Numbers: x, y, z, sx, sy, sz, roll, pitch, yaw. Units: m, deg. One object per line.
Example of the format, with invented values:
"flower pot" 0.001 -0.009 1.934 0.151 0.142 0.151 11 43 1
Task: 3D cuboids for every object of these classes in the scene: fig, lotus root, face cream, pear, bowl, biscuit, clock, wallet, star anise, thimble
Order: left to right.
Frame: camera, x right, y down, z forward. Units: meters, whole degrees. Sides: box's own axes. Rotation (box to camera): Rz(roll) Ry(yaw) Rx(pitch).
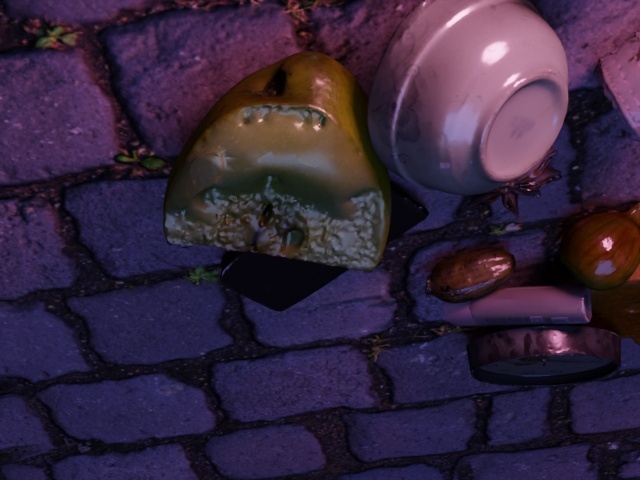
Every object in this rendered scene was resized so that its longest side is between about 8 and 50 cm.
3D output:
"pear" -0.048 -0.138 1.541 0.342 0.239 0.318 9 127 -6
"wallet" 0.000 0.000 1.836 0.377 0.051 0.197 -34 133 27
"lotus root" 0.279 0.066 1.921 0.179 0.089 0.080 -18 176 11
"bowl" 0.231 -0.193 1.447 0.307 0.163 0.307 -24 134 -28
"star anise" 0.304 -0.107 1.735 0.195 0.065 0.182 3 144 -16
"face cream" 0.372 0.125 1.957 0.269 0.073 0.107 -5 158 24
"clock" 0.450 0.238 2.081 0.312 0.061 0.312 0 160 0
"fig" 0.516 -0.002 1.844 0.142 0.148 0.186 26 93 -14
"biscuit" 0.626 0.124 2.004 0.343 0.057 0.287 -16 140 36
"thimble" 0.486 -0.230 1.538 0.117 0.151 0.127 -30 125 21
